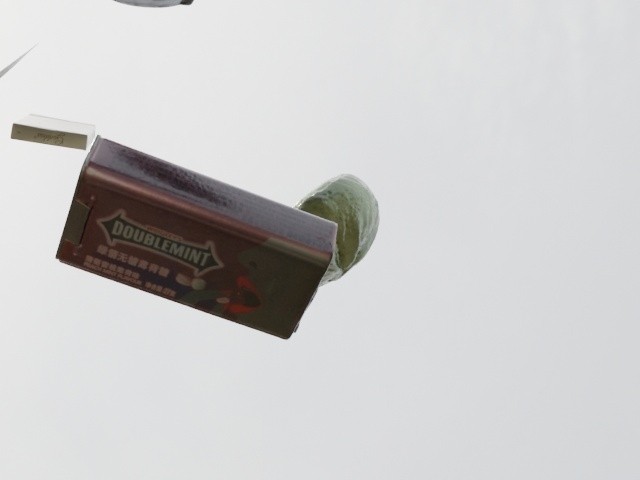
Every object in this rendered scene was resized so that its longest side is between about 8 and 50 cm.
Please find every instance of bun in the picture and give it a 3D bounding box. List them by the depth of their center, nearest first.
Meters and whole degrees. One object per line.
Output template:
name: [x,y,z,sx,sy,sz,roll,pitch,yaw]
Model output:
bun: [0.000,0.000,1.349,0.195,0.195,0.118,-39,-95,38]

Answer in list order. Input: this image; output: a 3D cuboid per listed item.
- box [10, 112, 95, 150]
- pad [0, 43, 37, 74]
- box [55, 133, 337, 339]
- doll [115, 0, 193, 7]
box: [-0.402,-0.165,1.482,0.109,0.198,0.029,9,-81,-11]
pad: [-0.379,-0.093,0.933,0.265,0.159,0.009,-26,-68,38]
box: [-0.108,0.001,0.853,0.224,0.069,0.120,19,-52,-8]
doll: [-0.200,-0.421,1.105,0.284,0.309,0.240,14,-13,-21]
